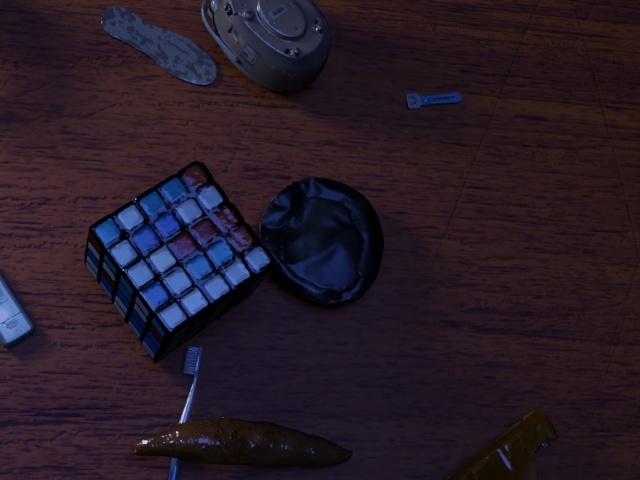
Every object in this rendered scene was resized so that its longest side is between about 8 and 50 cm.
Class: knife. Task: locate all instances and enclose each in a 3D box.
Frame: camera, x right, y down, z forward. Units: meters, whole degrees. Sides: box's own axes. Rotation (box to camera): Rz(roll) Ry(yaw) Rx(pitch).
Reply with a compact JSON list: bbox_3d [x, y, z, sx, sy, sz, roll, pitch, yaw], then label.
[{"bbox_3d":[0.182,-0.225,1.860,0.096,0.010,0.027,-6,76,-16],"label":"knife"}]

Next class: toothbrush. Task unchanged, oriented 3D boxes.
[{"bbox_3d":[-0.195,0.277,1.606,0.025,0.019,0.276,10,71,-6],"label":"toothbrush"}]

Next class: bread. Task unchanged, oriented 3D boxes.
[{"bbox_3d":[0.254,0.340,1.688,0.226,0.049,0.088,-32,84,-22],"label":"bread"}]

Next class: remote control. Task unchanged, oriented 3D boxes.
[{"bbox_3d":[-0.441,0.085,1.601,0.053,0.018,0.124,-33,84,-22],"label":"remote control"}]

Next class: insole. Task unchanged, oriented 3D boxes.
[{"bbox_3d":[-0.243,-0.294,1.773,0.193,0.006,0.065,28,69,-4],"label":"insole"}]

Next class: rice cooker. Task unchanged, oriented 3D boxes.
[{"bbox_3d":[-0.076,-0.320,1.761,0.206,0.127,0.145,45,68,-7],"label":"rice cooker"}]

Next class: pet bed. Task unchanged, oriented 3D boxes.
[{"bbox_3d":[0.000,0.000,1.723,0.201,0.053,0.201,4,74,-14],"label":"pet bed"}]

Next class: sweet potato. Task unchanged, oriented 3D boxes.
[{"bbox_3d":[-0.096,0.275,1.603,0.314,0.066,0.072,6,67,-23],"label":"sweet potato"}]

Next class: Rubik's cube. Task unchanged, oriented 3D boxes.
[{"bbox_3d":[-0.196,0.030,1.593,0.187,0.184,0.182,-34,84,-22],"label":"Rubik's cube"}]
